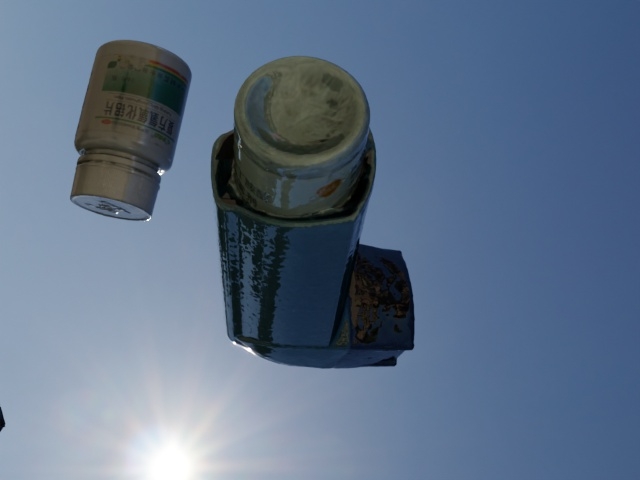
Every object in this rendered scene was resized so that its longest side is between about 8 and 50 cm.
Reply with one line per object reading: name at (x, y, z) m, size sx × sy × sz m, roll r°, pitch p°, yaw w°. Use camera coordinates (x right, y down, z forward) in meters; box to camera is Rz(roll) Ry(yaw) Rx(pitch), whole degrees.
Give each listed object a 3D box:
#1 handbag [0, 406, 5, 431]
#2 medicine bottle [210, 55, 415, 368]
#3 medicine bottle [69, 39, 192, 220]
handbag at (-0.396, 0.162, 0.762) m, size 0.169 × 0.215 × 0.155 m, roll -19°, pitch -95°, yaw 3°
medicine bottle at (0.000, 0.000, 0.512) m, size 0.258 × 0.124 × 0.079 m, roll 92°, pitch -5°, yaw -62°
medicine bottle at (-0.154, -0.087, 0.723) m, size 0.080 × 0.080 × 0.130 m, roll -9°, pitch -113°, yaw 50°
